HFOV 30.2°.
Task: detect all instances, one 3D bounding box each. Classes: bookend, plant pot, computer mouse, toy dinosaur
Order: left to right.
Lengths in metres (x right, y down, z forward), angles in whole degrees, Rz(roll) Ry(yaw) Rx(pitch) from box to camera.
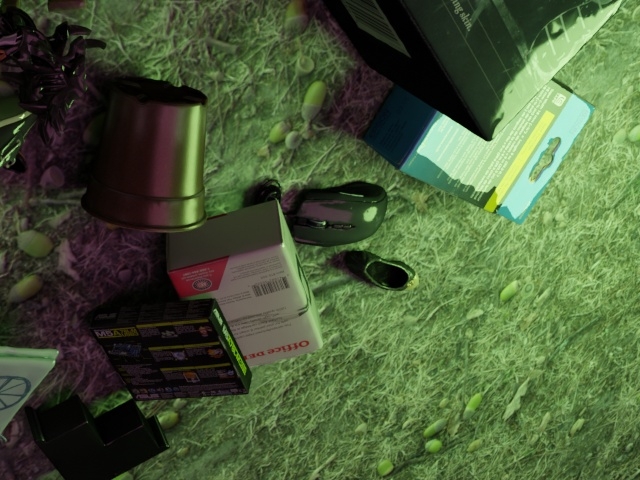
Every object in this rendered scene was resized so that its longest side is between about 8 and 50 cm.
[{"bbox_3d":[-0.350,-0.213,1.218,0.218,0.164,0.322,34,118,-31],"label":"toy dinosaur"},{"bbox_3d":[-0.331,0.281,1.767,0.156,0.072,0.157,-28,135,-5],"label":"bookend"},{"bbox_3d":[-0.218,-0.116,1.538,0.167,0.167,0.165,-4,113,-36],"label":"plant pot"},{"bbox_3d":[0.000,0.000,1.855,0.262,0.060,0.184,0,119,-38],"label":"computer mouse"}]

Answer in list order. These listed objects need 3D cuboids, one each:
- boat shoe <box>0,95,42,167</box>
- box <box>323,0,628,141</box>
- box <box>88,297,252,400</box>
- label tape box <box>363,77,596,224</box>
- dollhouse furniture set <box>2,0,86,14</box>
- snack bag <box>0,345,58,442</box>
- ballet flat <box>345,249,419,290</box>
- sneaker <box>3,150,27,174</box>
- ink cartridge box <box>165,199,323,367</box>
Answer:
[{"bbox_3d":[-0.392,-0.112,1.401,0.206,0.075,0.065,-56,146,-54],"label":"boat shoe"},{"bbox_3d":[0.203,-0.475,1.511,0.472,0.297,0.480,-47,137,-4],"label":"box"},{"bbox_3d":[-0.216,0.163,1.735,0.190,0.045,0.184,-6,133,16],"label":"box"},{"bbox_3d":[0.257,-0.187,1.890,0.333,0.106,0.241,21,105,-45],"label":"label tape box"},{"bbox_3d":[-0.286,-0.389,1.328,0.242,0.161,0.212,-8,127,-7],"label":"dollhouse furniture set"},{"bbox_3d":[-0.554,0.244,1.554,0.323,0.037,0.342,7,134,-43],"label":"snack bag"},{"bbox_3d":[0.108,0.059,1.989,0.173,0.049,0.057,19,108,-44],"label":"ballet flat"},{"bbox_3d":[-0.397,-0.109,1.480,0.083,0.035,0.031,29,99,-46],"label":"sneaker"},{"bbox_3d":[-0.109,0.073,1.750,0.172,0.100,0.237,-14,134,5],"label":"ink cartridge box"}]
